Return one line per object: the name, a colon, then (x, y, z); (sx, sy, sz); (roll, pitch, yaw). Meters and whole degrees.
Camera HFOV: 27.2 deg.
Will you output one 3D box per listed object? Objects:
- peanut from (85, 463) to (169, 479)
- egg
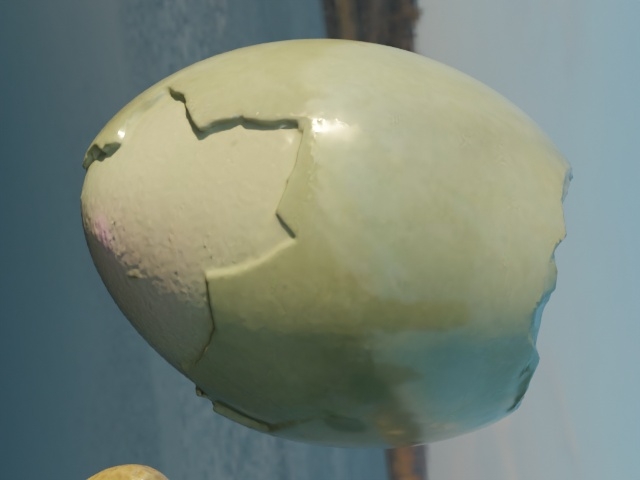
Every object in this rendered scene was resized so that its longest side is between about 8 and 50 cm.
peanut: (-0.254, 0.299, 1.454); (0.089, 0.192, 0.089); (55, -22, 36)
egg: (0.000, 0.000, 0.917); (0.278, 0.336, 0.278); (-171, -90, -86)
